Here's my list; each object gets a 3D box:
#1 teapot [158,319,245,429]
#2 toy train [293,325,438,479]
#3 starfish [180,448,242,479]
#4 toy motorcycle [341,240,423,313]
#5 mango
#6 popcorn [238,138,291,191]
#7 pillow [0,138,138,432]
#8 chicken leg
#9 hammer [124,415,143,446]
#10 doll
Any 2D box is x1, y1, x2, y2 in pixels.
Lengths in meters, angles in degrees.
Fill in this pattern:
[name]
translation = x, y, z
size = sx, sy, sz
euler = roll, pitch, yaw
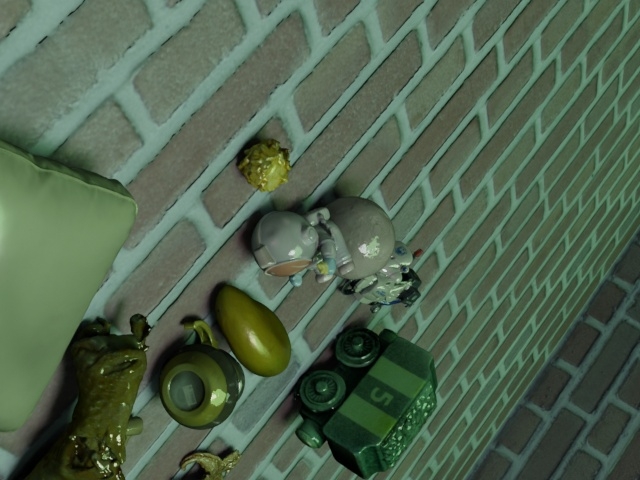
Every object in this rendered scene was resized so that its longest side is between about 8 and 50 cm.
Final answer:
[teapot]
translation = -0.181, 0.204, 1.290
size = 0.119, 0.130, 0.165
euler = 1, 84, -73
[toy train]
translation = 0.096, 0.317, 1.682
size = 0.299, 0.238, 0.167
euler = -48, 146, -22
[starfish]
translation = -0.197, 0.442, 1.532
size = 0.150, 0.053, 0.209
euler = -45, 149, -16
[toy motorcycle]
translation = 0.137, 0.073, 1.674
size = 0.150, 0.102, 0.221
euler = -44, 151, 14
[mango]
translation = -0.109, 0.153, 1.342
size = 0.085, 0.122, 0.191
euler = -23, 147, 15
[popcorn]
translation = -0.078, -0.110, 1.211
size = 0.082, 0.057, 0.083
euler = -14, 131, -43
[pillow]
translation = -0.348, 0.056, 0.880
size = 0.322, 0.120, 0.255
euler = -60, 149, 5
[chicken leg]
translation = -0.322, 0.298, 1.124
size = 0.153, 0.201, 0.429
euler = -43, 152, -79
[hammer]
translation = -0.324, 0.356, 1.287
size = 0.060, 0.028, 0.195
euler = -5, 122, -49
[doll]
translation = 0.000, 0.000, 1.361
size = 0.287, 0.151, 0.151
euler = -5, 121, -48
